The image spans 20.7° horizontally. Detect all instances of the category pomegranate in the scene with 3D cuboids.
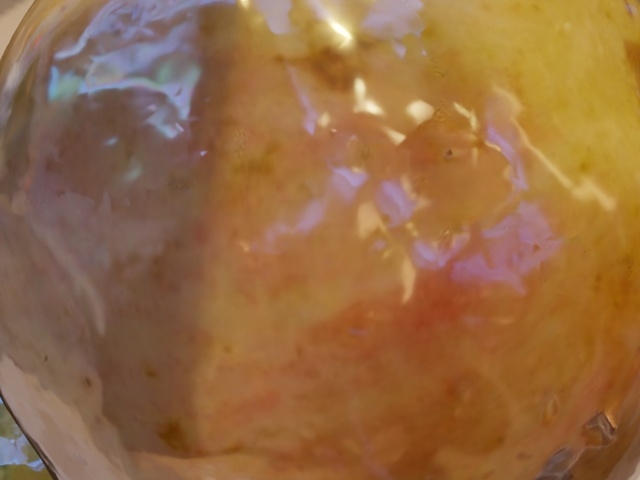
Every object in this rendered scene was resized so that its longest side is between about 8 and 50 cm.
[{"bbox_3d":[0.001,-0.001,0.431,0.191,0.191,0.191,2,34,-2],"label":"pomegranate"}]

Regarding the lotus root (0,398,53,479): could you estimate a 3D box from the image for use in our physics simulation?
[{"bbox_3d":[-0.067,0.097,0.746,0.346,0.250,0.250,7,34,-10],"label":"lotus root"}]
